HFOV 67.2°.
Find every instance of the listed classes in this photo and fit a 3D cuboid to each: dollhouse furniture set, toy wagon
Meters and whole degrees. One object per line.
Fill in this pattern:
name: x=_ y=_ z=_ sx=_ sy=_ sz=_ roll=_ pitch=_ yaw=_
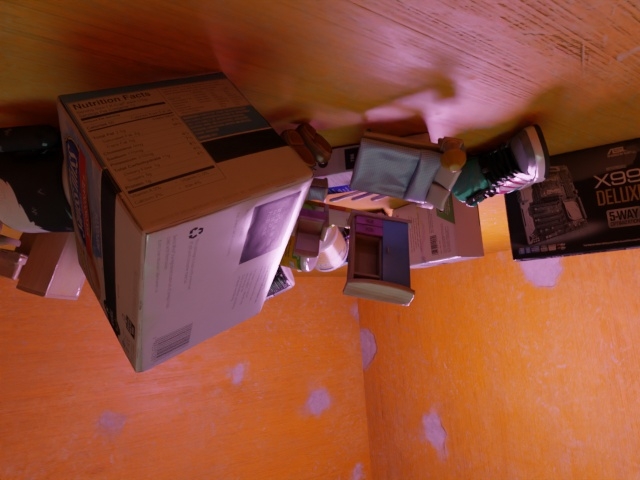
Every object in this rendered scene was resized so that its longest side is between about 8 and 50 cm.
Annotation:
dollhouse furniture set: x=0.098 y=-0.058 z=0.908 sx=0.287 sy=0.198 sz=0.303 roll=10 pitch=139 yaw=-5
toy wagon: x=-0.037 y=-0.077 z=1.311 sx=0.345 sy=0.068 sz=0.267 roll=15 pitch=-175 yaw=39
dollhouse furniture set: x=-0.756 y=-0.039 z=1.150 sx=0.395 sy=0.256 sz=0.362 roll=17 pitch=170 yaw=2

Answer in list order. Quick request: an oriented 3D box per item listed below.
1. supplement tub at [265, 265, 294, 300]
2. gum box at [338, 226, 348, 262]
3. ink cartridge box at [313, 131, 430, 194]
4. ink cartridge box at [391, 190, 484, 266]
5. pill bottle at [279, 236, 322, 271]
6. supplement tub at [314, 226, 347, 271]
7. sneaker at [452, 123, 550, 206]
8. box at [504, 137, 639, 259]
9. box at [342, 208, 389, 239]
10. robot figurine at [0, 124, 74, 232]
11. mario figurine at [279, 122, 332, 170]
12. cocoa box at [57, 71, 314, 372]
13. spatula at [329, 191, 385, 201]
supplement tub: x=-0.277 y=0.161 z=1.875 sx=0.316 sy=0.193 sz=0.193 roll=-26 pitch=169 yaw=3
gum box: x=0.062 y=0.017 z=1.799 sx=0.041 sy=0.156 sz=0.184 roll=-2 pitch=171 yaw=-11
ink cartridge box: x=0.079 y=-0.154 z=1.053 sx=0.333 sy=0.065 sz=0.165 roll=-8 pitch=171 yaw=14
ink cartridge box: x=0.360 y=-0.027 z=1.517 sx=0.117 sy=0.201 sz=0.278 roll=2 pitch=169 yaw=-30
pill bottle: x=-0.131 y=0.002 z=1.427 sx=0.246 sy=0.136 sz=0.136 roll=13 pitch=175 yaw=16
supplement tub: x=0.000 y=0.000 z=1.580 sx=0.145 sy=0.144 sz=0.199 roll=-7 pitch=149 yaw=15
sneaker: x=0.365 y=-0.154 z=1.032 sx=0.179 sy=0.123 sz=0.295 roll=-15 pitch=170 yaw=9
box: x=0.607 y=-0.086 z=1.145 sx=0.308 sy=0.242 sz=0.077 roll=-8 pitch=170 yaw=29
box: x=0.161 y=-0.049 z=1.667 sx=0.162 sy=0.029 sz=0.116 roll=-30 pitch=165 yaw=11
robot figurine: x=-0.435 y=-0.101 z=0.818 sx=0.278 sy=0.173 sz=0.209 roll=-1 pitch=-170 yaw=12
mario figurine: x=-0.107 y=-0.071 z=0.920 sx=0.321 sy=0.170 sz=0.198 roll=-34 pitch=150 yaw=34
cocoa box: x=-0.202 y=-0.021 z=0.691 sx=0.232 sy=0.228 sz=0.347 roll=-24 pitch=154 yaw=-35
spatula: x=0.149 y=-0.124 z=1.148 sx=0.168 sy=0.019 sz=0.242 roll=4 pitch=-163 yaw=44
